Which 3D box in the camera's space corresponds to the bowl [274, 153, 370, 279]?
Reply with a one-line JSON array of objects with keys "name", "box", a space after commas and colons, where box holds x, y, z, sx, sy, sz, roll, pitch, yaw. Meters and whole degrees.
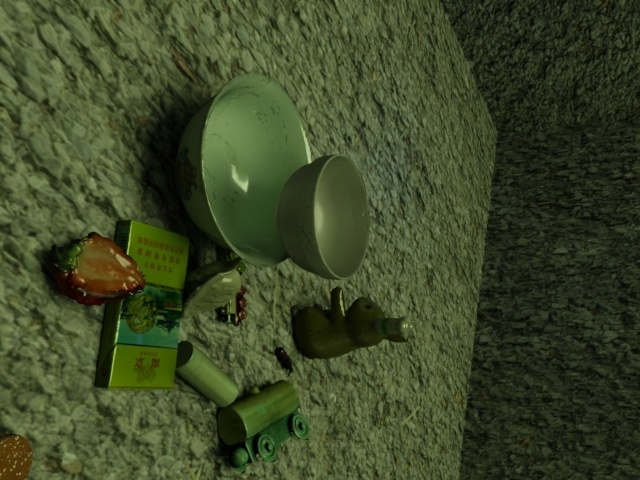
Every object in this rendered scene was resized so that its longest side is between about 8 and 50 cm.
[{"name": "bowl", "box": [-0.005, -0.051, 1.569, 0.287, 0.143, 0.287, 5, 84, -61]}]

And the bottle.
[{"name": "bottle", "box": [-0.266, 0.307, 1.558, 0.201, 0.072, 0.072, 55, 43, -44]}]

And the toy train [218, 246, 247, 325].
[{"name": "toy train", "box": [-0.219, 0.086, 1.676, 0.085, 0.053, 0.250, 0, 89, -53]}]

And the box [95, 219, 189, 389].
[{"name": "box", "box": [-0.364, 0.139, 1.418, 0.187, 0.047, 0.335, 22, 70, -59]}]

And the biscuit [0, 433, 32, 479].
[{"name": "biscuit", "box": [-0.548, 0.428, 1.085, 0.165, 0.036, 0.250, 56, 46, -45]}]

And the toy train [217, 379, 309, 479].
[{"name": "toy train", "box": [-0.154, 0.471, 1.737, 0.190, 0.126, 0.307, 58, 28, 11]}]

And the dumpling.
[{"name": "dumpling", "box": [-0.248, 0.098, 1.525, 0.150, 0.176, 0.093, 65, 5, -75]}]

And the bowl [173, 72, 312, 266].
[{"name": "bowl", "box": [-0.205, -0.153, 1.561, 0.434, 0.195, 0.435, 3, 86, -61]}]

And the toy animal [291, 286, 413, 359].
[{"name": "toy animal", "box": [0.101, 0.230, 1.957, 0.181, 0.362, 0.181, 29, 49, -61]}]

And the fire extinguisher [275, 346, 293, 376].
[{"name": "fire extinguisher", "box": [-0.091, 0.342, 1.898, 0.032, 0.046, 0.100, -49, 130, -33]}]

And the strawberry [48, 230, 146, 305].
[{"name": "strawberry", "box": [-0.425, 0.060, 1.270, 0.192, 0.085, 0.141, -26, 92, -61]}]
